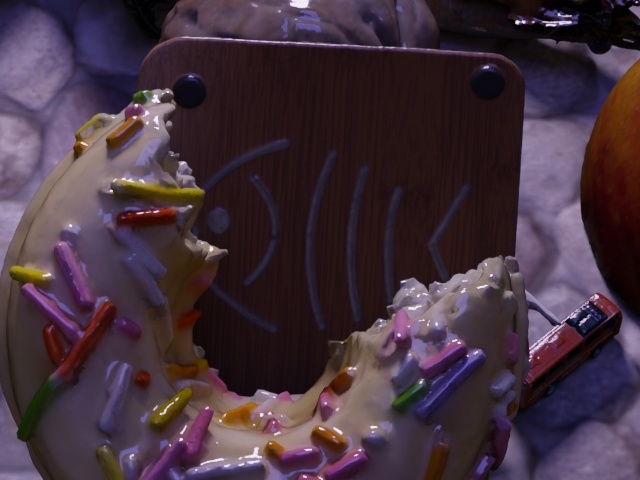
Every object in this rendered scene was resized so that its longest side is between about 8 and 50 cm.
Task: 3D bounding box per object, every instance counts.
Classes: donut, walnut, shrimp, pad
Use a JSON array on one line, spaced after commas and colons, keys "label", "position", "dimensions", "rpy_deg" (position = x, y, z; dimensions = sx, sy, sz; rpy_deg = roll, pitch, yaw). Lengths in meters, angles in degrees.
[{"label": "donut", "position": [-0.053, 0.086, 1.226], "dimensions": [0.371, 0.150, 0.307], "rpy_deg": [27, 85, 2]}, {"label": "walnut", "position": [-0.017, -0.132, 1.426], "dimensions": [0.224, 0.224, 0.224], "rpy_deg": [1, 53, -1]}, {"label": "shrimp", "position": [0.161, -0.240, 1.598], "dimensions": [0.289, 0.075, 0.178], "rpy_deg": [7, 50, 20]}, {"label": "pad", "position": [0.000, 0.000, 1.321], "dimensions": [0.284, 0.018, 0.287], "rpy_deg": [4, 95, 2]}]

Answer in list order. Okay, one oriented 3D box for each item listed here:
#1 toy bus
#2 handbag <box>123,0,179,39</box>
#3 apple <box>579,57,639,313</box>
[{"label": "toy bus", "position": [0.182, 0.082, 1.368], "dimensions": [0.110, 0.043, 0.031], "rpy_deg": [-37, 62, -25]}, {"label": "handbag", "position": [-0.094, -0.387, 1.594], "dimensions": [0.327, 0.162, 0.325], "rpy_deg": [-29, 65, -3]}, {"label": "apple", "position": [0.344, -0.041, 1.415], "dimensions": [0.179, 0.254, 0.346], "rpy_deg": [19, 41, -40]}]
